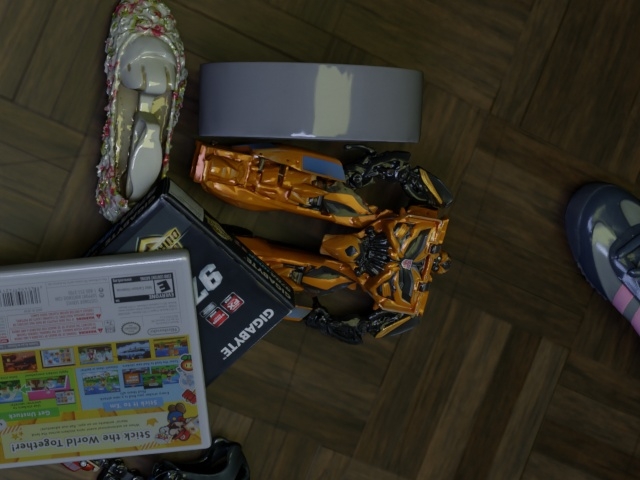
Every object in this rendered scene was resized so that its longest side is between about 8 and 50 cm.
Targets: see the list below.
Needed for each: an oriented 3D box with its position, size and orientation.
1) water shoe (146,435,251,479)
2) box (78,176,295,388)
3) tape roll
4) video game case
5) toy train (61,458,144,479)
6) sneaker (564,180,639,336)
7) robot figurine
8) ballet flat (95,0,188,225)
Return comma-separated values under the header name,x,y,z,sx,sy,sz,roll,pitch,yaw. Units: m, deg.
name,x,y,z,sx,sy,sz,roll,pitch,yaw
water shoe,-0.162,0.258,1.715,0.203,0.073,0.080,-23,114,-34
box,-0.162,0.071,1.673,0.220,0.051,0.175,-42,109,16
tape roll,-0.010,-0.133,1.679,0.219,0.219,0.072,1,93,-21
video game case,-0.227,0.115,1.642,0.227,0.026,0.206,-6,112,-2
toy train,-0.244,0.212,1.715,0.158,0.027,0.036,37,91,-20
sneaker,0.392,0.067,1.893,0.112,0.131,0.319,-41,106,-14
robot figurine,0.000,0.000,1.748,0.291,0.085,0.211,11,101,-14
ballet flat,-0.170,-0.126,1.694,0.091,0.077,0.241,2,92,-20
